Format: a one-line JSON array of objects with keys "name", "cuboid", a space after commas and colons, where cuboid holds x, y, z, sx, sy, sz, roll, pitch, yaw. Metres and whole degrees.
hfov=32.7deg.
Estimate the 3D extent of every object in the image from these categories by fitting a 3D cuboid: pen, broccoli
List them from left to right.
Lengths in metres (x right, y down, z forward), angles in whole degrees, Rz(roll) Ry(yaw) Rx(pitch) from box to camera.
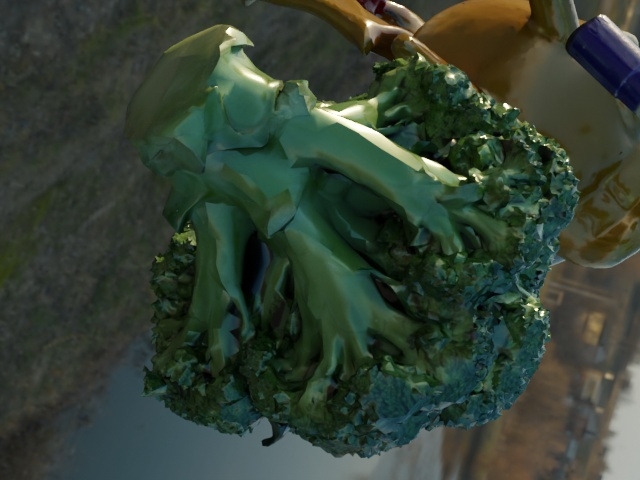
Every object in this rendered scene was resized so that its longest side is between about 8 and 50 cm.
[{"name": "broccoli", "cuboid": [0.000, 0.000, 0.602, 0.270, 0.270, 0.270, 43, 59, -39]}, {"name": "pen", "cuboid": [0.242, -0.032, 0.626, 0.033, 0.269, 0.033, -33, 158, -15]}]

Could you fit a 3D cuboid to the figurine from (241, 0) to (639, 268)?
[{"name": "figurine", "cuboid": [0.121, -0.127, 1.015, 0.387, 0.401, 0.268, -154, -100, -74]}]
